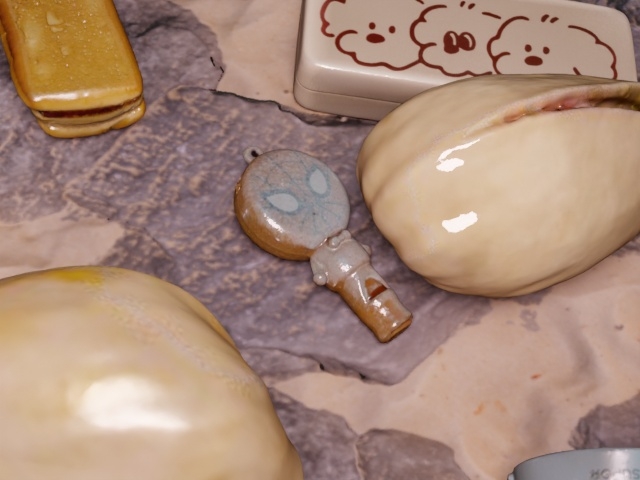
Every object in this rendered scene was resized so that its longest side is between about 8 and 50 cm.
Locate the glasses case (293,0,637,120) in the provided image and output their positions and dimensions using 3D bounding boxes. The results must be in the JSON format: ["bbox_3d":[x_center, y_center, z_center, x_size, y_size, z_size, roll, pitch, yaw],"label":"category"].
[{"bbox_3d":[0.144,-0.183,1.136,0.336,0.076,0.144,7,59,-7],"label":"glasses case"}]

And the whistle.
[{"bbox_3d":[0.000,0.000,1.018,0.107,0.057,0.220,-31,74,-39],"label":"whistle"}]

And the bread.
[{"bbox_3d":[-0.244,-0.189,1.067,0.116,0.077,0.200,-16,63,-17],"label":"bread"}]

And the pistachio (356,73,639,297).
[{"bbox_3d":[0.178,-0.059,0.992,0.318,0.214,0.193,-18,65,-25],"label":"pistachio"}]

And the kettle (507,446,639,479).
[{"bbox_3d":[0.196,0.290,0.843,0.211,0.160,0.243,0,65,11],"label":"kettle"}]

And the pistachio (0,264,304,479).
[{"bbox_3d":[-0.163,0.137,0.812,0.309,0.230,0.230,7,59,0],"label":"pistachio"}]
